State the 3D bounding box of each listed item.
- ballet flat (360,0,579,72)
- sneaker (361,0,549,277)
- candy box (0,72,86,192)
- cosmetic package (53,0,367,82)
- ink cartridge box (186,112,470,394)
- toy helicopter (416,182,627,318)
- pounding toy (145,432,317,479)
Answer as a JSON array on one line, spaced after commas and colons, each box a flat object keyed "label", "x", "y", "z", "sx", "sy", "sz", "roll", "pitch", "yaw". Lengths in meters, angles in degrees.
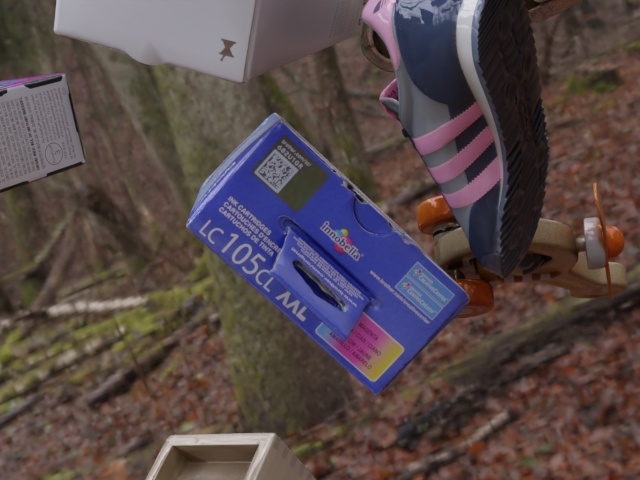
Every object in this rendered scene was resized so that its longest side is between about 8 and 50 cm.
[{"label": "ballet flat", "x": 0.182, "y": -0.261, "z": 1.015, "sx": 0.316, "sy": 0.108, "sz": 0.106, "roll": -28, "pitch": 2, "yaw": 19}, {"label": "sneaker", "x": 0.126, "y": -0.099, "z": 0.881, "sx": 0.131, "sy": 0.319, "sz": 0.112, "roll": 16, "pitch": 51, "yaw": 31}, {"label": "candy box", "x": -0.298, "y": -0.050, "z": 0.646, "sx": 0.159, "sy": 0.071, "sz": 0.233, "roll": 1, "pitch": 19, "yaw": 37}, {"label": "cosmetic package", "x": -0.082, "y": -0.274, "z": 0.976, "sx": 0.196, "sy": 0.155, "sz": 0.365, "roll": 17, "pitch": 21, "yaw": 12}, {"label": "ink cartridge box", "x": 0.000, "y": 0.000, "z": 1.080, "sx": 0.151, "sy": 0.270, "sz": 0.395, "roll": -47, "pitch": 9, "yaw": 2}, {"label": "toy helicopter", "x": 0.301, "y": 0.022, "z": 1.236, "sx": 0.234, "sy": 0.140, "sz": 0.355, "roll": -20, "pitch": -24, "yaw": 39}, {"label": "pounding toy", "x": -0.083, "y": 0.231, "z": 0.728, "sx": 0.130, "sy": 0.100, "sz": 0.141, "roll": -9, "pitch": 41, "yaw": 36}]
